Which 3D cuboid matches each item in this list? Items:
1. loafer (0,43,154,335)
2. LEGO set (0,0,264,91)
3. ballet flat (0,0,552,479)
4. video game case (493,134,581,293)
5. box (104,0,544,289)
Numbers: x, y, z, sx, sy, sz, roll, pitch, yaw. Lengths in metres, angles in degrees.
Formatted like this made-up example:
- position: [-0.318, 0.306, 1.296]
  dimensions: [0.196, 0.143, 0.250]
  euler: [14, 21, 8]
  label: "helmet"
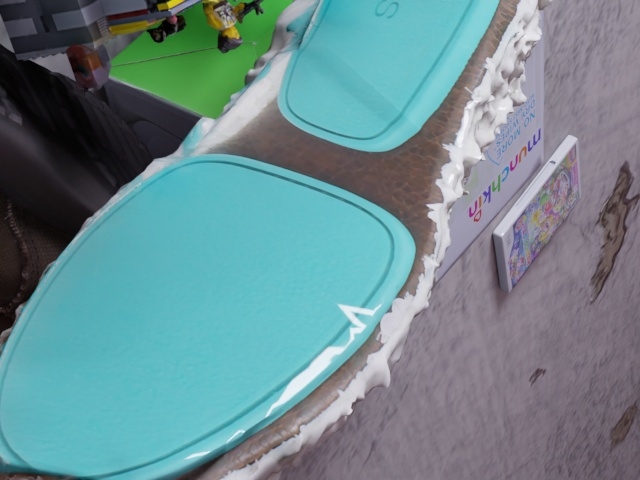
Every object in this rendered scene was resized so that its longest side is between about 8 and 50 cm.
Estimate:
- position: [-0.160, -0.014, 0.792]
  dimensions: [0.130, 0.134, 0.366]
  euler: [-37, 143, 7]
  label: "loafer"
- position: [-0.006, -0.188, 0.727]
  dimensions: [0.331, 0.255, 0.192]
  euler: [-45, 122, -53]
  label: "LEGO set"
- position: [0.000, 0.000, 0.758]
  dimensions: [0.409, 0.147, 0.147]
  euler: [-53, 153, -38]
  label: "ballet flat"
- position: [0.190, -0.023, 1.495]
  dimensions: [0.122, 0.011, 0.087]
  euler: [-50, 151, -23]
  label: "video game case"
- position: [0.013, -0.070, 1.020]
  dimensions: [0.262, 0.126, 0.231]
  euler: [-46, 147, -32]
  label: "box"
